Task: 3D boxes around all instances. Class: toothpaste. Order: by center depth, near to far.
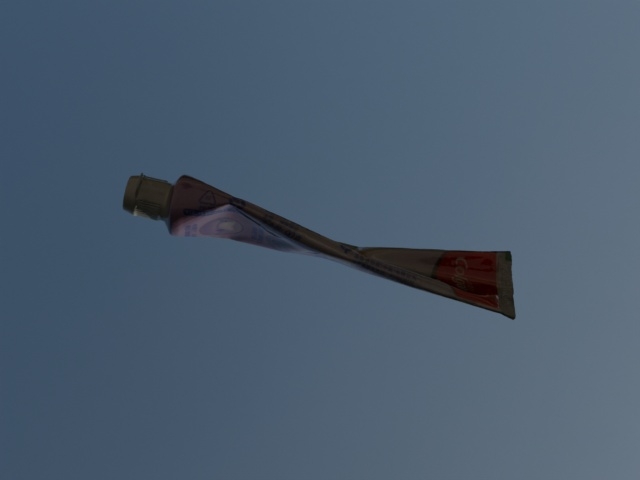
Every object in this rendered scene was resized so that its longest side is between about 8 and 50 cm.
[{"bbox_3d":[0.000,0.000,0.867,0.301,0.075,0.048,14,-82,0],"label":"toothpaste"}]
